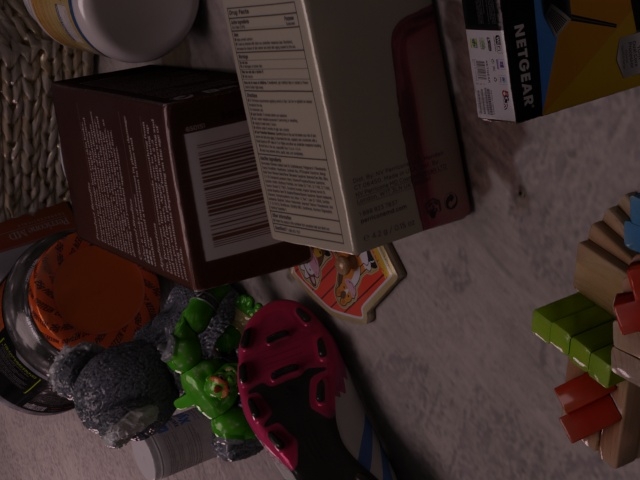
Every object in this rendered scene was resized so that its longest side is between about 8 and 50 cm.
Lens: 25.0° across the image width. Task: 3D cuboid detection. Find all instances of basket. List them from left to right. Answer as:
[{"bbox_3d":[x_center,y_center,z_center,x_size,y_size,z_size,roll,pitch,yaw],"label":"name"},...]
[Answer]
[{"bbox_3d":[-0.488,-0.227,1.932,0.328,0.266,0.331,52,147,32],"label":"basket"}]

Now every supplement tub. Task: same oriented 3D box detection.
[{"bbox_3d":[-0.339,0.109,1.931,0.338,0.207,0.207,-34,77,62],"label":"supplement tub"},{"bbox_3d":[-0.235,-0.275,1.576,0.199,0.144,0.144,22,125,55],"label":"supplement tub"},{"bbox_3d":[-0.178,0.256,1.833,0.071,0.107,0.071,38,137,46],"label":"supplement tub"}]

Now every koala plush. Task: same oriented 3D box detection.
[{"bbox_3d":[-0.190,0.157,1.674,0.196,0.221,0.203,41,140,44],"label":"koala plush"}]

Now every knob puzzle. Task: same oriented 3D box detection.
[{"bbox_3d":[0.000,0.000,1.442,0.213,0.030,0.213,39,139,45],"label":"knob puzzle"}]

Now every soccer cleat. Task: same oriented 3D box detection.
[{"bbox_3d":[0.006,0.216,1.478,0.331,0.116,0.143,66,-176,34],"label":"soccer cleat"}]

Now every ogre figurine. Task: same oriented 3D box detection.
[{"bbox_3d":[-0.097,0.144,1.571,0.096,0.118,0.197,3,122,47],"label":"ogre figurine"}]

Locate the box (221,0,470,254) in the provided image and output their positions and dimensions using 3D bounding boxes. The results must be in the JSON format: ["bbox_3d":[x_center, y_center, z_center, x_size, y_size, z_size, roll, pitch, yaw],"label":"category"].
[{"bbox_3d":[0.020,-0.119,1.228,0.148,0.126,0.232,12,116,59],"label":"box"}]

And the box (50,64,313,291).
[{"bbox_3d":[-0.158,-0.078,1.535,0.381,0.143,0.191,17,119,60],"label":"box"}]

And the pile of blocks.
[{"bbox_3d":[0.218,0.028,0.977,0.149,0.112,0.362,57,148,26],"label":"pile of blocks"}]

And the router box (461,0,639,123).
[{"bbox_3d":[0.154,-0.179,0.944,0.046,0.133,0.179,16,120,58],"label":"router box"}]

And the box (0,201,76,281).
[{"bbox_3d":[-0.531,-0.067,2.160,0.345,0.215,0.168,56,148,25],"label":"box"}]
